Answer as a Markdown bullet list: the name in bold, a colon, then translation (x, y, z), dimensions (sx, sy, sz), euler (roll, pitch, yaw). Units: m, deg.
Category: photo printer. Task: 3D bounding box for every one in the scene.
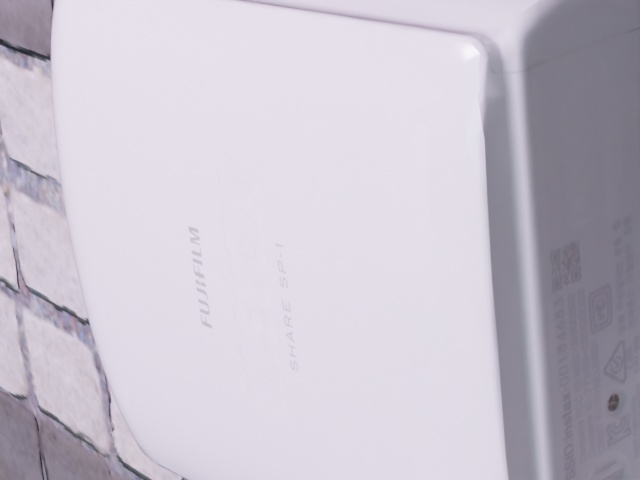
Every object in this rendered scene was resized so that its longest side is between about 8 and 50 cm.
- **photo printer**: translation (0.000, 0.000, 0.735), dimensions (0.307, 0.107, 0.256), euler (18, 121, 47)
